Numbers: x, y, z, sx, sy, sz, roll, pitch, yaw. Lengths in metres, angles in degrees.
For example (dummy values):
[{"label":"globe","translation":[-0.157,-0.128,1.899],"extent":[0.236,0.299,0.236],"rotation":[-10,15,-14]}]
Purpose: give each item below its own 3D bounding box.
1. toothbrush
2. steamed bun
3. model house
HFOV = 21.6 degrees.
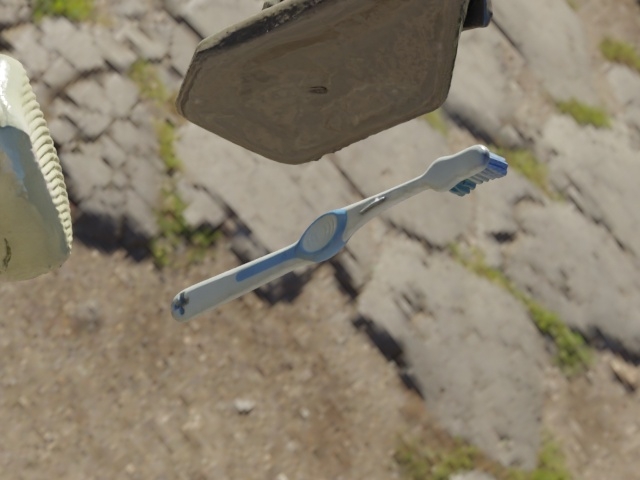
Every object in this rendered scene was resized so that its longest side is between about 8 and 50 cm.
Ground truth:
[{"label":"toothbrush","translation":[-0.003,-0.001,1.401],"extent":[0.040,0.386,0.040],"rotation":[26,53,-39]},{"label":"steamed bun","translation":[-0.359,-0.069,1.795],"extent":[0.170,0.153,0.238],"rotation":[-109,-177,-47]},{"label":"model house","translation":[0.026,-0.154,1.127],"extent":[0.122,0.229,0.188],"rotation":[52,36,-23]}]
